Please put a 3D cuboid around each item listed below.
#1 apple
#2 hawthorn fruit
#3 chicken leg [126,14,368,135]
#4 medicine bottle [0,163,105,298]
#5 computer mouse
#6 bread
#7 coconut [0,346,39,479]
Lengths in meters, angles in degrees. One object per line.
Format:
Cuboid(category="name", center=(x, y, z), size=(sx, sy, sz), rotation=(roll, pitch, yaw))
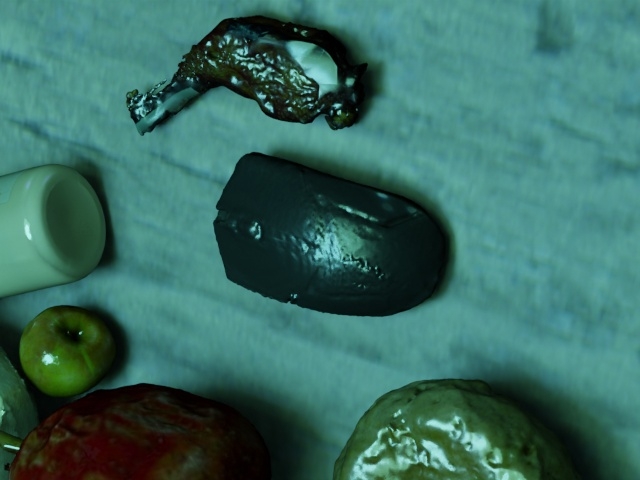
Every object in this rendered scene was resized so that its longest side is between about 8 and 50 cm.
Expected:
Cuboid(category="apple", center=(-0.236, 0.104, 1.720), size=(0.089, 0.089, 0.074), rotation=(33, 142, 23))
Cuboid(category="hawthorn fruit", center=(-0.183, 0.221, 1.598), size=(0.266, 0.230, 0.210), rotation=(16, 114, 10))
Cuboid(category="chicken leg", center=(-0.070, -0.144, 1.620), size=(0.253, 0.051, 0.105), rotation=(-1, 99, 33))
Cuboid(category="medicine bottle", center=(-0.331, 0.004, 1.748), size=(0.252, 0.114, 0.114), rotation=(-13, 88, 31))
Cuboid(category="computer mouse", center=(0.000, 0.000, 1.578), size=(0.217, 0.073, 0.122), rotation=(16, 103, 30))
Cuboid(category="bread", center=(0.117, 0.226, 1.504), size=(0.230, 0.123, 0.230), rotation=(0, 90, 28))
Cuboid(category="coconut", center=(-0.378, 0.186, 1.718), size=(0.245, 0.245, 0.247), rotation=(7, 104, 30))
